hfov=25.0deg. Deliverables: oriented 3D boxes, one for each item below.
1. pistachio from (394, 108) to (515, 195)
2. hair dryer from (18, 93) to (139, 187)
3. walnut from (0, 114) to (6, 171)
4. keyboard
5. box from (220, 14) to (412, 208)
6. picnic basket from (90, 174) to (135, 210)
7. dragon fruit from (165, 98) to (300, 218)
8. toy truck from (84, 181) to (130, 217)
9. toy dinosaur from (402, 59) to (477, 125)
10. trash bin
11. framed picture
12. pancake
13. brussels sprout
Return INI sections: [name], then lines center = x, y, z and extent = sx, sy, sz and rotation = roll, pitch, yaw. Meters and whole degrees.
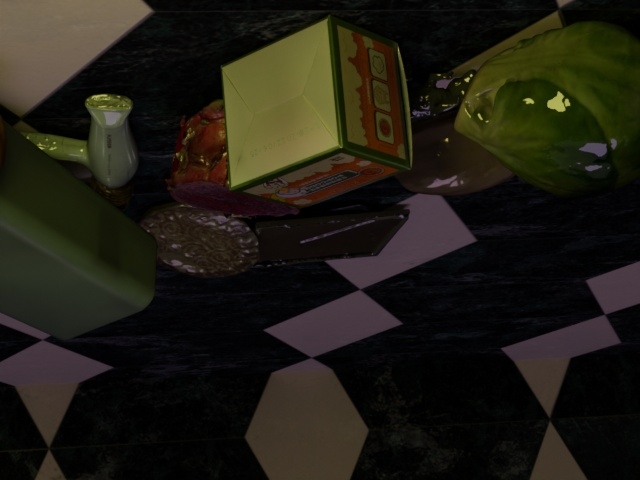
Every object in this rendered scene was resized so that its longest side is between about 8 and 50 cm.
[pistachio]
center = 0.204, -0.131, 2.084
extent = 0.226, 0.136, 0.136
rotation = -13, 163, 4
[hair dryer]
center = -0.371, -0.149, 1.985
extent = 0.237, 0.075, 0.206
rotation = 4, 156, -2
[walnut]
center = -0.524, -0.103, 1.815
extent = 0.298, 0.203, 0.203
rotation = -13, 162, 35
[keyboard]
center = -0.093, -0.016, 2.542
extent = 0.381, 0.041, 0.103
rotation = -16, 161, 13
[box]
center = -0.005, -0.156, 1.825
extent = 0.195, 0.177, 0.148
rotation = -19, 159, 38
[picnic basket]
center = -0.316, -0.080, 2.186
extent = 0.072, 0.072, 0.083
rotation = -1, 154, -15
[dragon fruit]
center = -0.103, -0.121, 2.006
extent = 0.211, 0.147, 0.282
rotation = 9, 168, -4
[toy truck]
center = -0.421, -0.033, 2.252
extent = 0.253, 0.114, 0.124
rotation = 3, 173, -25
[toy dinosaur]
center = 0.125, -0.174, 1.968
extent = 0.187, 0.087, 0.179
rotation = -2, 162, -6
[trash bin]
center = -0.418, 0.003, 2.034
extent = 0.223, 0.158, 0.343
rotation = -21, 141, 28
[framed picture]
center = 0.000, 0.000, 2.547
extent = 0.281, 0.019, 0.209
rotation = -5, 160, -19
[pancake]
center = -0.208, 0.002, 2.453
extent = 0.212, 0.029, 0.235
rotation = 4, 148, 3
[brussels sprout]
center = 0.315, -0.168, 1.860
extent = 0.271, 0.210, 0.219
rotation = 10, 161, 12
